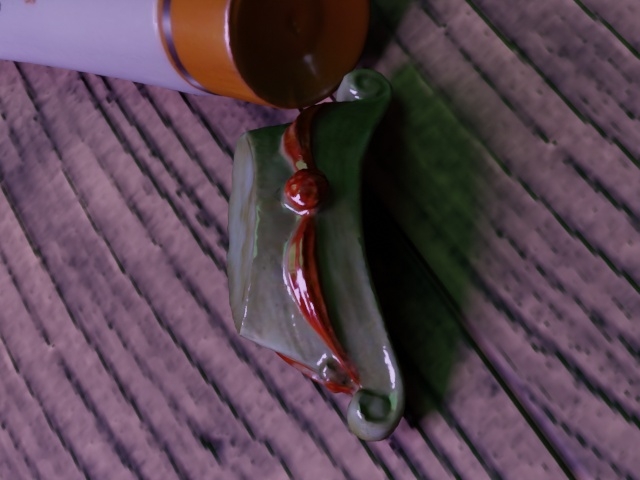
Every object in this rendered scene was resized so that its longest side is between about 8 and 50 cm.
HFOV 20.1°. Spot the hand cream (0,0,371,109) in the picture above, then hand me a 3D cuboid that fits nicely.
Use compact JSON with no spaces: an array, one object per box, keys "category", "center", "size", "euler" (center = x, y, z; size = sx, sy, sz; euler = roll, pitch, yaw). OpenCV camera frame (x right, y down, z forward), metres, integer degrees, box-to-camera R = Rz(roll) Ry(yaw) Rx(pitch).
[{"category":"hand cream","center":[-0.099,-0.139,0.934],"size":[0.314,0.089,0.139],"euler":[15,71,50]}]

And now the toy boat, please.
[{"category":"toy boat","center":[-0.001,-0.001,0.777],"size":[0.089,0.071,0.185],"euler":[116,157,-55]}]
